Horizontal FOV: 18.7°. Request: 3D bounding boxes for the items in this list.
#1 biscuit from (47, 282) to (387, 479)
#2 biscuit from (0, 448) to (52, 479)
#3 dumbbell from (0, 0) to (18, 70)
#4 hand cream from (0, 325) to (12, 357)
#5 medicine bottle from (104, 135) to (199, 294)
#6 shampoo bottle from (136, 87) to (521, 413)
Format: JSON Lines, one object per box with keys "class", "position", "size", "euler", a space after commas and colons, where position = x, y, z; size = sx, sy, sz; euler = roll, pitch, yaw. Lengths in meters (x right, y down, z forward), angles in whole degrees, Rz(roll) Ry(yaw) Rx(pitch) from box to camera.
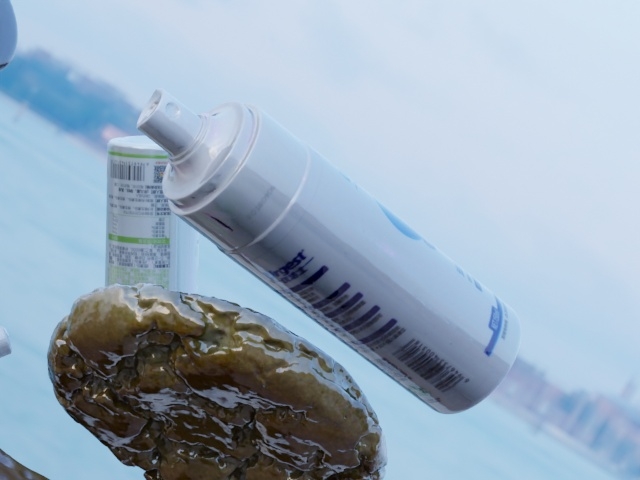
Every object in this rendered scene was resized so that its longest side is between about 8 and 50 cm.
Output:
{"class": "biscuit", "position": [-0.064, 0.104, 1.157], "size": [0.226, 0.042, 0.226], "euler": [15, -34, 10]}
{"class": "biscuit", "position": [-0.283, 0.054, 0.939], "size": [0.432, 0.064, 0.283], "euler": [42, 10, 9]}
{"class": "dumbbell", "position": [-0.374, -0.158, 1.657], "size": [0.140, 0.225, 0.124], "euler": [-22, 87, -54]}
{"class": "hand cream", "position": [-0.371, 0.142, 1.604], "size": [0.050, 0.257, 0.084], "euler": [61, -6, -17]}
{"class": "medicine bottle", "position": [-0.151, 0.000, 1.748], "size": [0.086, 0.183, 0.086], "euler": [3, 9, 0]}
{"class": "shampoo bottle", "position": [0.000, 0.000, 1.263], "size": [0.303, 0.092, 0.092], "euler": [38, -4, -27]}
